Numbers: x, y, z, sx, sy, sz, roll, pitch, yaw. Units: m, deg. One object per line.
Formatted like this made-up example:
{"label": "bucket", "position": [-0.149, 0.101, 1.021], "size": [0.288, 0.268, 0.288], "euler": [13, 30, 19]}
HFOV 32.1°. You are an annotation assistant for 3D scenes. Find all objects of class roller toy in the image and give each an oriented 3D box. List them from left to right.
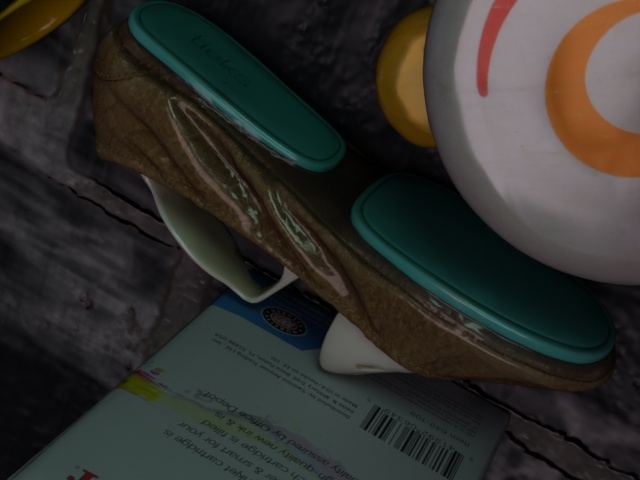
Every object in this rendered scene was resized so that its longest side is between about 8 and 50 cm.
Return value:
{"label": "roller toy", "position": [0.147, -0.085, 0.521], "size": [0.191, 0.146, 0.209], "euler": [41, 111, -4]}

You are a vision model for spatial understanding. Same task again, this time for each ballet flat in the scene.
{"label": "ballet flat", "position": [0.000, 0.000, 0.636], "size": [0.342, 0.116, 0.124], "euler": [35, 123, 10]}

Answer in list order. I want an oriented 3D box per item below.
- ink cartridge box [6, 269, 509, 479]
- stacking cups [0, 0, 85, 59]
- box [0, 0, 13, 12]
{"label": "ink cartridge box", "position": [-0.045, 0.185, 0.635], "size": [0.198, 0.270, 0.197], "euler": [29, 118, 10]}
{"label": "stacking cups", "position": [-0.266, -0.256, 0.661], "size": [0.096, 0.096, 0.316], "euler": [-34, 92, 29]}
{"label": "box", "position": [-0.206, -0.257, 0.573], "size": [0.307, 0.076, 0.242], "euler": [-40, 91, 4]}
